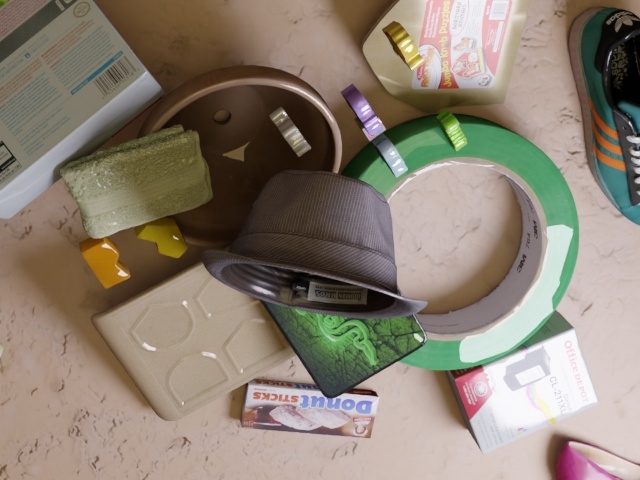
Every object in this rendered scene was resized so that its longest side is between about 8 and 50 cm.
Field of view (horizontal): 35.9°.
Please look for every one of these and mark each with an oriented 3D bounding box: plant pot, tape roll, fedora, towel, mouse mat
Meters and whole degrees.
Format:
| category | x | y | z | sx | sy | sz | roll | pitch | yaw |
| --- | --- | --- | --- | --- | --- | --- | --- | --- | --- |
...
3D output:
| category | x | y | z | sx | sy | sz | roll | pitch | yaw |
| --- | --- | --- | --- | --- | --- | --- | --- | --- | --- |
| plant pot | -0.103 | -0.113 | 1.132 | 0.237 | 0.110 | 0.237 | -12 | 134 | -13 |
| tape roll | 0.163 | 0.003 | 1.252 | 0.321 | 0.077 | 0.321 | -3 | 107 | -9 |
| fedora | 0.000 | 0.000 | 1.051 | 0.243 | 0.275 | 0.124 | 12 | 78 | -2 |
| towel | -0.191 | -0.060 | 1.047 | 0.148 | 0.027 | 0.110 | -17 | 135 | -6 |
| mouse mat | 0.029 | 0.092 | 1.209 | 0.152 | 0.007 | 0.190 | -31 | 111 | 2 |

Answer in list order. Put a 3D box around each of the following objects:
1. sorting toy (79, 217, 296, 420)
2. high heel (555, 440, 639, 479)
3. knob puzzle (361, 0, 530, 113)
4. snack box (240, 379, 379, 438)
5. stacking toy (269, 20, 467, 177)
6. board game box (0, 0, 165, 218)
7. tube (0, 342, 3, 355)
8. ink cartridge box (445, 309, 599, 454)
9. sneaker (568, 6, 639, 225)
| category | x | y | z | sx | sy | sz | roll | pitch | yaw |
| --- | --- | --- | --- | --- | --- | --- | --- | --- | --- |
| sorting toy | -0.154 | 0.076 | 1.193 | 0.229 | 0.041 | 0.307 | -25 | 130 | -2 |
| high heel | 0.456 | 0.329 | 1.402 | 0.244 | 0.082 | 0.117 | -1 | 118 | 4 |
| knob puzzle | 0.142 | -0.239 | 1.176 | 0.213 | 0.030 | 0.213 | -7 | 132 | -8 |
| snack box | -0.015 | 0.225 | 1.318 | 0.178 | 0.022 | 0.064 | 7 | 105 | -12 |
| stacking toy | 0.064 | -0.117 | 1.089 | 0.167 | 0.052 | 0.221 | -37 | 138 | 4 |
| board game box | -0.343 | -0.209 | 1.023 | 0.224 | 0.097 | 0.303 | -38 | 85 | 1 |
| tube | -0.394 | 0.040 | 0.887 | 0.240 | 0.062 | 0.070 | 49 | 63 | -19 |
| ink cartridge box | 0.269 | 0.188 | 1.328 | 0.175 | 0.072 | 0.127 | -23 | 109 | -2 |
| sneaker | 0.393 | -0.139 | 1.223 | 0.108 | 0.121 | 0.302 | -25 | 110 | -1 |
